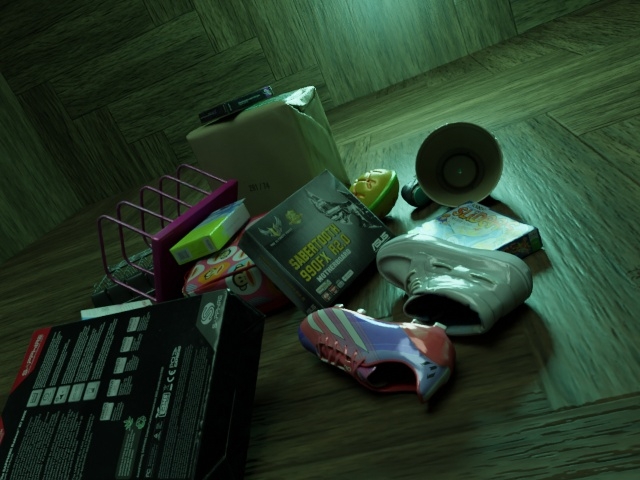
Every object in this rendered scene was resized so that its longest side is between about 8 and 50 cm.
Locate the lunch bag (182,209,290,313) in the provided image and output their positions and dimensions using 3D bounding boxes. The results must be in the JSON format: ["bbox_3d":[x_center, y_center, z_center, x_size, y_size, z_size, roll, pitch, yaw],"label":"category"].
[{"bbox_3d":[-0.157,0.049,1.049,0.258,0.120,0.293,-20,21,12],"label":"lunch bag"}]

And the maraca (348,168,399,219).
[{"bbox_3d":[0.098,-0.079,1.127,0.186,0.099,0.127,-48,10,8],"label":"maraca"}]

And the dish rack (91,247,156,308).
[{"bbox_3d":[-0.486,0.089,1.386,0.208,0.074,0.271,-24,19,-4],"label":"dish rack"}]

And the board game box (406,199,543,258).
[{"bbox_3d":[0.243,-0.002,0.857,0.136,0.035,0.201,-26,21,-6],"label":"board game box"}]

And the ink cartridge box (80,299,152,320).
[{"bbox_3d":[-0.361,0.172,0.968,0.143,0.090,0.092,-8,14,-25],"label":"ink cartridge box"}]

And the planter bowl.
[{"bbox_3d":[0.274,-0.143,1.030,0.162,0.162,0.109,-18,-4,16],"label":"planter bowl"}]

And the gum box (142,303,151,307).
[{"bbox_3d":[-0.349,0.207,0.888,0.188,0.107,0.062,-29,21,-13],"label":"gum box"}]

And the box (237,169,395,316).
[{"bbox_3d":[0.000,0.000,0.912,0.231,0.183,0.056,-41,-6,-39],"label":"box"}]

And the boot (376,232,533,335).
[{"bbox_3d":[0.147,0.059,0.723,0.123,0.095,0.258,-30,21,-34],"label":"boot"}]

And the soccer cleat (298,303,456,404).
[{"bbox_3d":[0.051,0.141,0.660,0.248,0.083,0.095,0,35,42],"label":"soccer cleat"}]

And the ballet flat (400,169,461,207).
[{"bbox_3d":[0.255,-0.139,1.136,0.203,0.074,0.074,-34,22,-19],"label":"ballet flat"}]

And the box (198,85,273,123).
[{"bbox_3d":[-0.212,-0.340,1.307,0.116,0.029,0.162,-6,24,44],"label":"box"}]

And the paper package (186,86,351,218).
[{"bbox_3d":[-0.128,-0.194,1.343,0.324,0.310,0.168,-10,25,30],"label":"paper package"}]

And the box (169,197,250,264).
[{"bbox_3d":[-0.223,-0.021,1.090,0.109,0.042,0.178,-19,20,27],"label":"box"}]

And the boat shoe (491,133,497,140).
[{"bbox_3d":[0.329,-0.219,1.251,0.206,0.065,0.075,-26,20,-6],"label":"boat shoe"}]

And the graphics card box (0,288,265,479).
[{"bbox_3d":[-0.256,0.208,0.672,0.370,0.094,0.233,-15,51,26],"label":"graphics card box"}]

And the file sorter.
[{"bbox_3d":[-0.352,-0.024,1.229,0.182,0.202,0.291,22,39,16],"label":"file sorter"}]
